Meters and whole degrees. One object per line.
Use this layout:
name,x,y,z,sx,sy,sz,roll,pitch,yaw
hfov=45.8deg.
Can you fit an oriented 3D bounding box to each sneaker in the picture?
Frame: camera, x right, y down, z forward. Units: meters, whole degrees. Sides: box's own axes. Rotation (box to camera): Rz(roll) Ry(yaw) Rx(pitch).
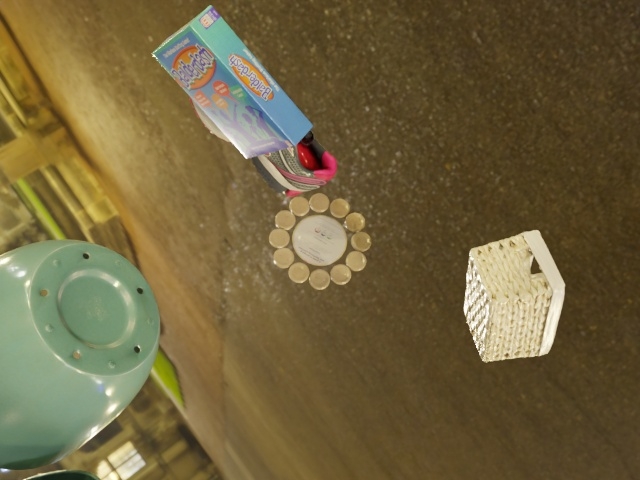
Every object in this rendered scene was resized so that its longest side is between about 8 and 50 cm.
sneaker,-0.090,-0.198,1.245,0.112,0.120,0.299,-10,137,48

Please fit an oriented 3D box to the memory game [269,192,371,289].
memory game,0.000,0.000,1.366,0.186,0.186,0.012,50,162,13

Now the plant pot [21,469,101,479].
plant pot,-0.379,0.457,0.954,0.293,0.293,0.196,12,123,65

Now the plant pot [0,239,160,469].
plant pot,-0.357,0.132,1.017,0.235,0.293,0.293,-32,94,37

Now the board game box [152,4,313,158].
board game box,-0.126,-0.213,1.066,0.210,0.047,0.160,48,158,-20

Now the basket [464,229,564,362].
basket,0.269,0.084,1.077,0.167,0.103,0.113,84,175,-49
